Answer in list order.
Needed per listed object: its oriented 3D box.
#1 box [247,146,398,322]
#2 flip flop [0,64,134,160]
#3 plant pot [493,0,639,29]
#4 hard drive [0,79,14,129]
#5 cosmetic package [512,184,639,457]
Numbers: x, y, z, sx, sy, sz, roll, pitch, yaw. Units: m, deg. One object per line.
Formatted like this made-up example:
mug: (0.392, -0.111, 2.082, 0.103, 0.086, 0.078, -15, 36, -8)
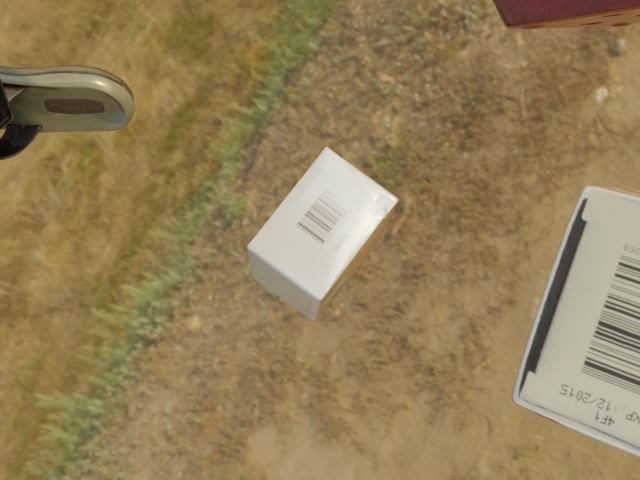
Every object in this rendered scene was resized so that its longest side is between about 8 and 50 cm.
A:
box: (0.000, 0.000, 0.987, 0.130, 0.091, 0.170, -53, -6, -10)
flip flop: (-0.337, -0.126, 1.008, 0.277, 0.112, 0.080, -1, 63, -1)
plant pot: (0.264, -0.301, 0.778, 0.267, 0.267, 0.236, 5, 103, 48)
hard drive: (-0.380, -0.156, 0.734, 0.172, 0.254, 0.054, 95, -170, -58)
cosmetic package: (0.253, 0.047, 0.680, 0.129, 0.296, 0.153, 20, 99, 25)
